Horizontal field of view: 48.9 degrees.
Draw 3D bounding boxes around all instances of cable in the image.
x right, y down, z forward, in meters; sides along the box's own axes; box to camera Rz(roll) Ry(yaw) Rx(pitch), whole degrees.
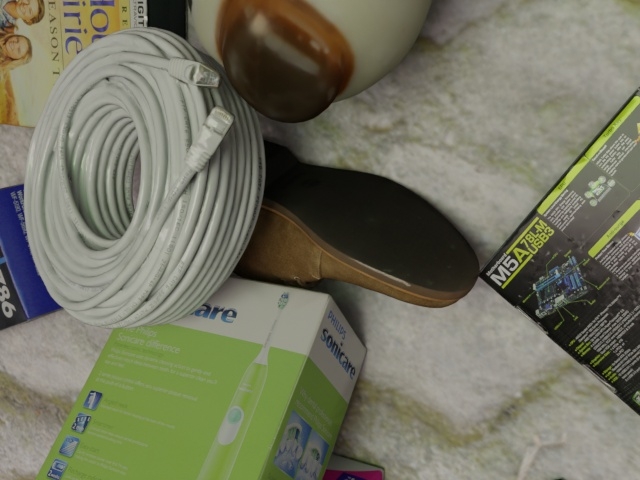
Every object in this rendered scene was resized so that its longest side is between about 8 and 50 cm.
[{"bbox_3d":[-0.163,-0.054,0.613,0.257,0.089,0.257,38,111,36],"label":"cable"}]

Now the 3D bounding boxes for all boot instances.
[{"bbox_3d":[0.000,0.000,0.640,0.305,0.112,0.115,25,128,29],"label":"boot"}]

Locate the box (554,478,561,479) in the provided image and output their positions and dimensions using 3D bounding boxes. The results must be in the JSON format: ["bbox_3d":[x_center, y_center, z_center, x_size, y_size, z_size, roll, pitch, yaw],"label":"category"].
[{"bbox_3d":[0.200,0.345,0.622,0.175,0.051,0.220,-38,82,30],"label":"box"}]

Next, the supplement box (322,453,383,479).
[{"bbox_3d":[-0.057,0.275,0.715,0.219,0.111,0.114,9,105,27],"label":"supplement box"}]

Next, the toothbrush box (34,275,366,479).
[{"bbox_3d":[-0.108,0.179,0.626,0.206,0.122,0.283,7,62,27],"label":"toothbrush box"}]

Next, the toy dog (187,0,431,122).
[{"bbox_3d":[0.062,-0.270,0.464,0.395,0.285,0.408,35,123,-28],"label":"toy dog"}]

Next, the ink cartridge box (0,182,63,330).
[{"bbox_3d":[-0.432,0.038,0.899,0.332,0.065,0.166,-19,91,30],"label":"ink cartridge box"}]

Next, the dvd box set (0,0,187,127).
[{"bbox_3d":[-0.328,-0.277,0.769,0.420,0.062,0.308,11,107,27],"label":"dvd box set"}]

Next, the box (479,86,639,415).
[{"bbox_3d":[0.247,0.016,0.527,0.184,0.045,0.191,43,119,17],"label":"box"}]
